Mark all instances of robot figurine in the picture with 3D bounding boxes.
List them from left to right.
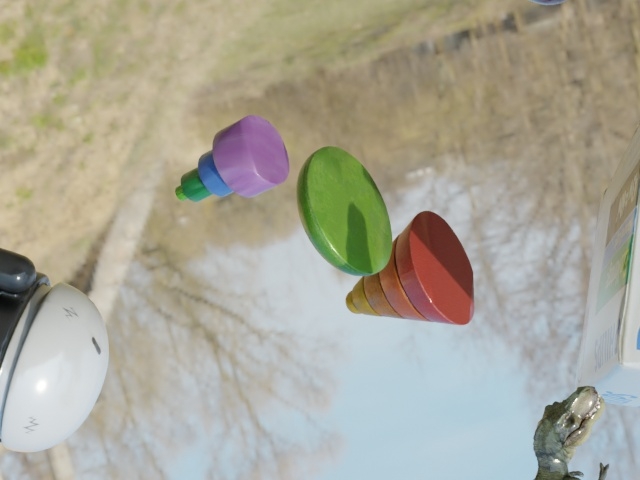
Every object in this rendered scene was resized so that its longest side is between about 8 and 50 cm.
[{"bbox_3d":[-0.338,0.093,1.299,0.278,0.173,0.209,17,171,1],"label":"robot figurine"}]

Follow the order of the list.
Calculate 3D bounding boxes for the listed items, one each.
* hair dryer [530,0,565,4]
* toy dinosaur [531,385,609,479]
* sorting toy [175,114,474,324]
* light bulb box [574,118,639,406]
[{"bbox_3d":[0.175,-0.311,1.489,0.224,0.080,0.293,14,-175,-3],"label":"hair dryer"},{"bbox_3d":[0.198,0.246,1.055,0.118,0.268,0.064,10,173,-35],"label":"toy dinosaur"},{"bbox_3d":[0.000,0.000,1.319,0.126,0.127,0.365,-24,143,32],"label":"sorting toy"},{"bbox_3d":[0.430,0.044,1.208,0.361,0.225,0.358,7,170,6],"label":"light bulb box"}]
